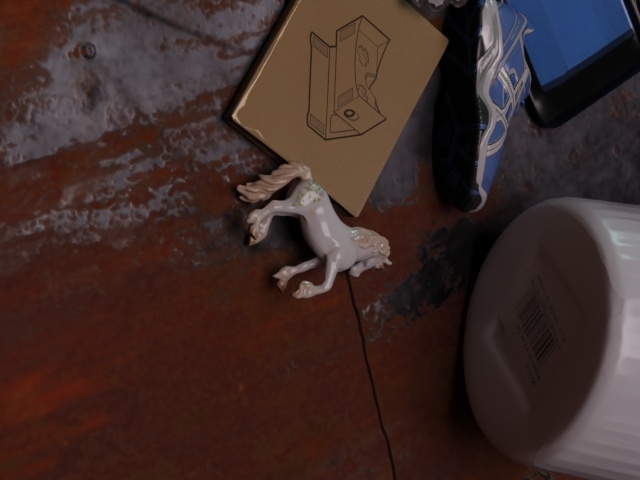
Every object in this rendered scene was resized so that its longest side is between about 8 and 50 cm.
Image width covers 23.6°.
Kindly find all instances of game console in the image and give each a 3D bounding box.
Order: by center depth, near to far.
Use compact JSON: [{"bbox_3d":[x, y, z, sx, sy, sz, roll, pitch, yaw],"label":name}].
[{"bbox_3d":[0.298,-0.292,1.497,0.293,0.250,0.173,64,34,-19],"label":"game console"}]

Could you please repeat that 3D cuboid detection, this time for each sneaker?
[{"bbox_3d":[0.162,-0.129,1.458,0.081,0.080,0.211,8,88,-31],"label":"sneaker"}]

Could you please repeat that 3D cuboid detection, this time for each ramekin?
[{"bbox_3d":[0.250,0.091,1.417,0.135,0.277,0.277,11,86,-27],"label":"ramekin"}]

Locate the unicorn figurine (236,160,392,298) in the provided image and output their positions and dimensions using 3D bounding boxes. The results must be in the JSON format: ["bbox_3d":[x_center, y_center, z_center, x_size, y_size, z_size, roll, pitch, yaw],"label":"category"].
[{"bbox_3d":[0.000,0.000,1.364,0.111,0.060,0.162,-36,119,-17],"label":"unicorn figurine"}]

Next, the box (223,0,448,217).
[{"bbox_3d":[0.019,-0.148,1.397,0.164,0.021,0.201,37,71,-29],"label":"box"}]

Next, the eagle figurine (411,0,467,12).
[{"bbox_3d":[0.130,-0.380,1.355,0.226,0.225,0.298,7,68,-33],"label":"eagle figurine"}]
